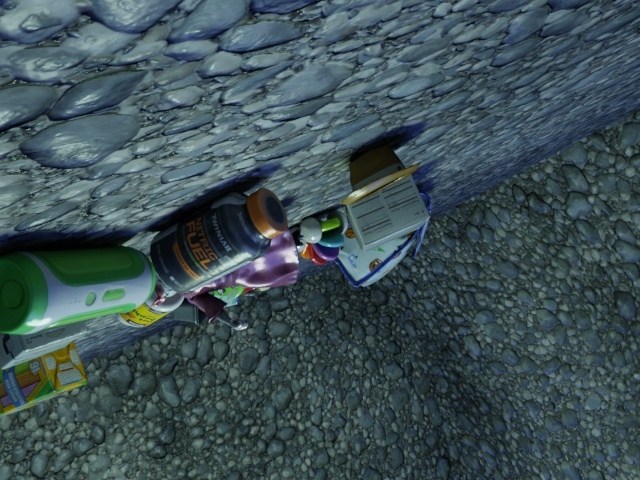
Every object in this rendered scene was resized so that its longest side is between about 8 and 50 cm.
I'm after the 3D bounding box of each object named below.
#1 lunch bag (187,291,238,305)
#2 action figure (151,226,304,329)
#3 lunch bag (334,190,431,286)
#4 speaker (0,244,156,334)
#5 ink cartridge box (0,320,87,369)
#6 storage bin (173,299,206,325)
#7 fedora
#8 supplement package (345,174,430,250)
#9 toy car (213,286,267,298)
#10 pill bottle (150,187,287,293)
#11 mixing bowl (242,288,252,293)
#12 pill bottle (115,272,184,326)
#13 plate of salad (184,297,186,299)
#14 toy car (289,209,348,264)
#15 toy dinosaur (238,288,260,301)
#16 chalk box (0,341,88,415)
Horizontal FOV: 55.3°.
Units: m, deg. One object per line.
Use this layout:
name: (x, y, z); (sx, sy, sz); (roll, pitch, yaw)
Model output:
lunch bag: (-0.337, 0.143, 1.842); (0.128, 0.151, 0.096); (-11, 125, -56)
action figure: (-0.230, 0.047, 1.403); (0.370, 0.248, 0.275); (-16, -154, -20)
lunch bag: (0.233, -0.013, 2.161); (0.385, 0.239, 0.328); (-40, 172, 3)
speaker: (-0.400, 0.073, 0.996); (0.131, 0.131, 0.296); (-25, 173, 18)
ink cartridge box: (-0.672, 0.225, 1.457); (0.153, 0.087, 0.208); (-17, 172, -45)
storage bin: (-0.433, 0.230, 2.043); (0.091, 0.098, 0.135); (2, -165, 6)
fedora: (0.112, -0.143, 1.260); (0.194, 0.079, 0.194); (-28, 178, -1)
supplement package: (0.191, -0.075, 1.819); (0.204, 0.145, 0.262); (-24, 173, 0)
toy car: (-0.196, 0.110, 1.716); (0.224, 0.053, 0.239); (-27, -167, 17)
pill bottle: (-0.180, -0.006, 1.115); (0.245, 0.131, 0.130); (-27, 173, 23)
mixing bowl: (-0.252, 0.115, 2.014); (0.181, 0.098, 0.181); (-22, 174, -2)
pill bottle: (-0.434, 0.146, 1.526); (0.117, 0.117, 0.215); (-17, 171, -44)
plate of salad: (-0.438, 0.164, 1.994); (0.199, 0.048, 0.200); (-23, 175, -2)
toy car: (0.000, 0.000, 1.788); (0.159, 0.136, 0.182); (-17, 171, -42)
toy dinosaur: (-0.308, 0.184, 2.485); (0.160, 0.121, 0.313); (-7, 172, -24)
chalk box: (-0.872, 0.399, 1.780); (0.288, 0.179, 0.180); (-25, 173, 9)
